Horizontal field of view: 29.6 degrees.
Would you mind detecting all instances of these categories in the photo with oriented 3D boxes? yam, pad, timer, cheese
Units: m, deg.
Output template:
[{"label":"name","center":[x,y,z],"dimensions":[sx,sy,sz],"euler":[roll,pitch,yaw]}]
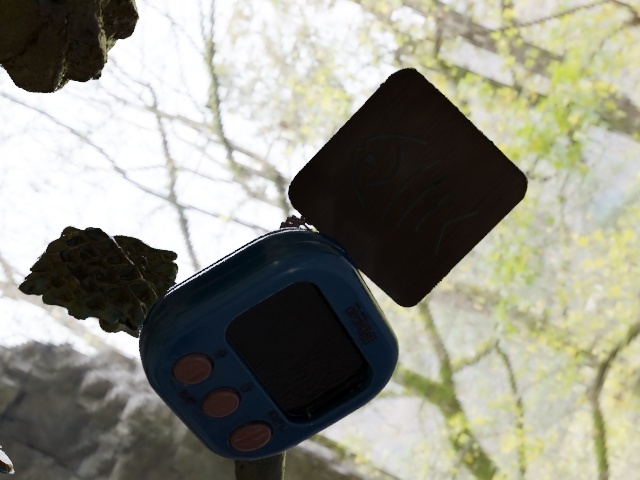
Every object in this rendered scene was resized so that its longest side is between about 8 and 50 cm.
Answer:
[{"label":"yam","center":[-0.116,0.395,2.338],"dimensions":[0.107,0.107,0.194],"euler":[-50,-36,-64]},{"label":"pad","center":[0.133,-0.079,1.866],"dimensions":[0.286,0.284,0.018],"euler":[-46,10,7]},{"label":"timer","center":[-0.066,0.143,1.641],"dimensions":[0.309,0.115,0.340],"euler":[-30,-46,2]},{"label":"cheese","center":[-0.457,0.301,1.709],"dimensions":[0.017,0.047,0.111],"euler":[-50,31,-4]}]

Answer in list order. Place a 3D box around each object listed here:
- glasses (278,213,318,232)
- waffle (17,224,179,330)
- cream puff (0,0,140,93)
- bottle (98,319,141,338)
[{"label":"glasses","center":[-0.002,-0.007,2.150],"dimensions":[0.095,0.162,0.255],"euler":[-46,-14,-42]},{"label":"waffle","center":[-0.306,0.047,1.735],"dimensions":[0.223,0.204,0.054],"euler":[-69,-1,-59]},{"label":"cream puff","center":[-0.342,-0.307,1.514],"dimensions":[0.196,0.244,0.244],"euler":[-41,3,25]},{"label":"bottle","center":[-0.305,0.128,2.044],"dimensions":[0.083,0.083,0.269],"euler":[-68,-14,5]}]
